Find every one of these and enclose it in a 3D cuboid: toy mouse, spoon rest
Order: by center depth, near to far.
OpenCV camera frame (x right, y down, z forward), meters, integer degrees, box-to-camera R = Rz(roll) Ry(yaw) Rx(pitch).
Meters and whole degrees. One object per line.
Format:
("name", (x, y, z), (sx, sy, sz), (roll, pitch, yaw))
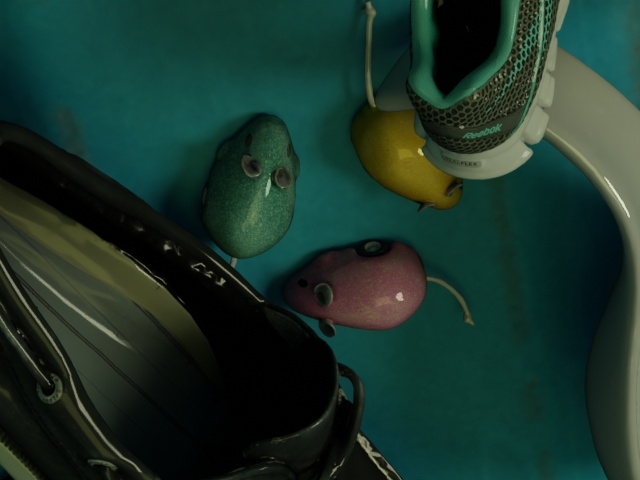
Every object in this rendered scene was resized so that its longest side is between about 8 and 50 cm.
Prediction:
("spoon rest", (0.132, 0.021, 0.833), (0.084, 0.137, 0.276), (-4, 133, 48))
("toy mouse", (0.000, 0.000, 0.845), (0.143, 0.031, 0.161), (-29, 121, 10))

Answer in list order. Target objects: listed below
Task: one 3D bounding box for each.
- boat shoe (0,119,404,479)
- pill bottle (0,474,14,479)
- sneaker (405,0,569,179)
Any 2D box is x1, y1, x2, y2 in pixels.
("boat shoe", (-0.044, 0.069, 0.806), (0.340, 0.127, 0.113), (46, 135, -16))
("pill bottle", (-0.077, 0.209, 0.910), (0.123, 0.123, 0.219), (-31, 121, 11))
("sneaker", (0.066, -0.108, 0.725), (0.065, 0.076, 0.166), (7, 83, 18))
